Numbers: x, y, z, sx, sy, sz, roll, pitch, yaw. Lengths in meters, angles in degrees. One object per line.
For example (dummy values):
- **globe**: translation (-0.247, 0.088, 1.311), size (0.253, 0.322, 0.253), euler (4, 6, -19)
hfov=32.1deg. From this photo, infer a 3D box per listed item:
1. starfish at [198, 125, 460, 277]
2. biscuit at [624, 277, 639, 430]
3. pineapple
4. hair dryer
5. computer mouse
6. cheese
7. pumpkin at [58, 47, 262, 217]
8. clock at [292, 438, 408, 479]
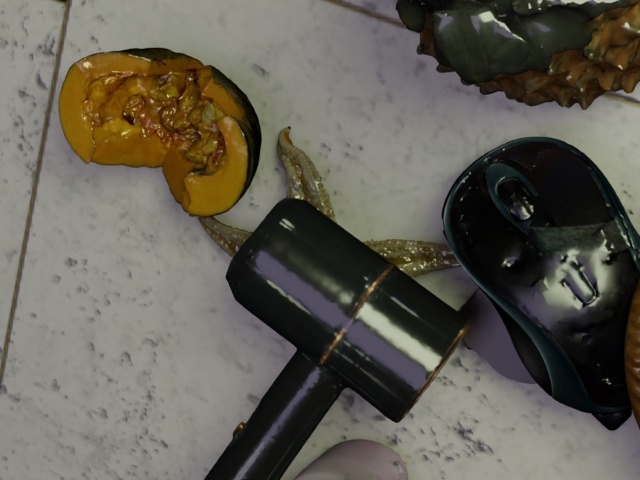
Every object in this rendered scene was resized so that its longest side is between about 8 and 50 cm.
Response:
- **starfish**: translation (0.000, -0.001, 0.984), size (0.247, 0.050, 0.138), euler (33, 112, 11)
- **biscuit**: translation (0.372, 0.083, 0.769), size (0.318, 0.040, 0.317), euler (3, 103, 11)
- **pineapple**: translation (0.128, -0.181, 0.705), size (0.223, 0.357, 0.222), euler (5, 102, 25)
- **hair dryer**: translation (-0.053, 0.150, 0.932), size (0.189, 0.107, 0.352), euler (37, 103, 7)
- **computer mouse**: translation (0.191, 0.028, 0.855), size (0.137, 0.096, 0.233), euler (-38, 85, 1)
- **cheese**: translation (0.191, 0.095, 0.924), size (0.162, 0.036, 0.086), euler (43, 110, 9)
- **pumpkin**: translation (-0.126, -0.104, 0.983), size (0.184, 0.107, 0.119), euler (31, 116, 9)
- **clock**: translation (-0.013, 0.367, 1.046), size (0.322, 0.113, 0.295), euler (-29, 90, 29)
